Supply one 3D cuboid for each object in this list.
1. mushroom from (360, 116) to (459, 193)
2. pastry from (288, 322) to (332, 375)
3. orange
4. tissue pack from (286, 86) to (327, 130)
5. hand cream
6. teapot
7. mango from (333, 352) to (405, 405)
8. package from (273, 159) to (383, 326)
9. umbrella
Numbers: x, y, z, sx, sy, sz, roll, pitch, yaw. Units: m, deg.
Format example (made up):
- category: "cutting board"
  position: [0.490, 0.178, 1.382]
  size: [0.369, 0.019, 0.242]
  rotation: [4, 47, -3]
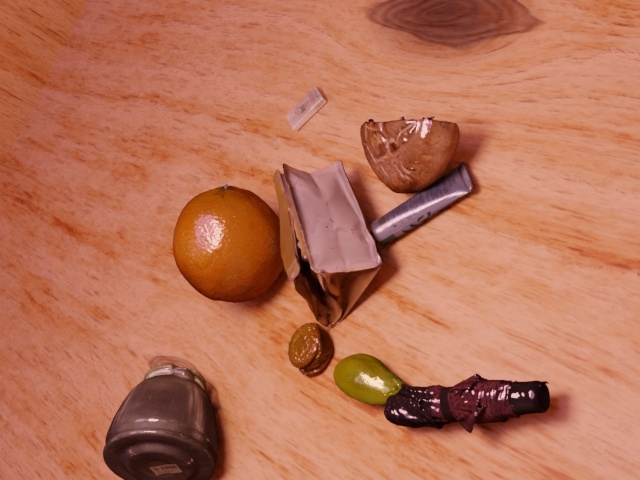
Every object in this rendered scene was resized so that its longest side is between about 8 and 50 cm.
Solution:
- category: "mushroom"
  position: [0.172, -0.171, 1.854]
  size: [0.285, 0.156, 0.151]
  rotation: [8, 95, 61]
- category: "pastry"
  position: [-0.023, 0.224, 1.878]
  size: [0.097, 0.057, 0.109]
  rotation: [16, 80, 49]
- category: "orange"
  position: [-0.202, 0.005, 2.016]
  size: [0.264, 0.264, 0.264]
  rotation: [-22, 55, 35]
- category: "tissue pack"
  position: [-0.034, -0.321, 2.207]
  size: [0.108, 0.023, 0.056]
  rotation: [-44, 45, 19]
- category: "hand cream"
  position: [0.194, -0.064, 1.828]
  size: [0.256, 0.055, 0.088]
  rotation: [-36, 34, 23]
- category: "teapot"
  position: [-0.332, 0.423, 2.003]
  size: [0.239, 0.322, 0.239]
  rotation: [3, 45, 3]
- category: "mango"
  position: [0.092, 0.266, 1.733]
  size: [0.165, 0.074, 0.091]
  rotation: [11, 75, 46]
- category: "package"
  position: [-0.027, -0.007, 1.895]
  size: [0.221, 0.165, 0.311]
  rotation: [-56, 38, 38]
- category: "umbrella"
  position: [0.249, 0.279, 1.561]
  size: [0.326, 0.094, 0.090]
  rotation: [-14, 87, 40]
